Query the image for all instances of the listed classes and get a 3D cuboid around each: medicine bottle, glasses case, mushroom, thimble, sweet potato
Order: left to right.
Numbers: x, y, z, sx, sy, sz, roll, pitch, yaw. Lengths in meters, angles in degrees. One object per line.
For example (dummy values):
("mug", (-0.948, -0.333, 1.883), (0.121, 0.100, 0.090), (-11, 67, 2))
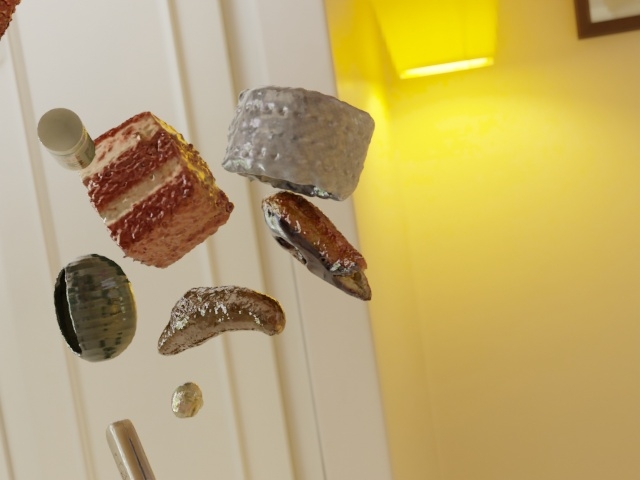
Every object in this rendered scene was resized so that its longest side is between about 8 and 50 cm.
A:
("medicine bottle", (-0.486, -0.191, 1.876), (0.086, 0.086, 0.183), (-9, 174, -6))
("glasses case", (-0.387, 0.464, 2.016), (0.050, 0.196, 0.083), (-16, 157, -30))
("mushroom", (-0.288, 0.348, 2.121), (0.067, 0.083, 0.084), (17, 167, -42))
("sweet potato", (-0.197, 0.134, 1.717), (0.342, 0.114, 0.092), (-16, -175, 42))
("thimble", (-0.040, -0.164, 1.677), (0.246, 0.157, 0.217), (14, 175, 22))

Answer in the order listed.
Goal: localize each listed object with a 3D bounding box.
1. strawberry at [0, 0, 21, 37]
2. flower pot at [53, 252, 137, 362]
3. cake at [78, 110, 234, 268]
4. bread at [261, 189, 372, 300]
("strawberry", (-0.587, -0.462, 1.783), (0.106, 0.286, 0.188), (12, -171, -13))
("flower pot", (-0.499, 0.149, 2.175), (0.157, 0.242, 0.189), (-14, 179, -30))
("cake", (-0.422, -0.134, 2.466), (0.270, 0.319, 0.269), (-35, 163, 5))
("bread", (-0.001, 0.003, 1.752), (0.269, 0.139, 0.095), (33, -112, 25))
